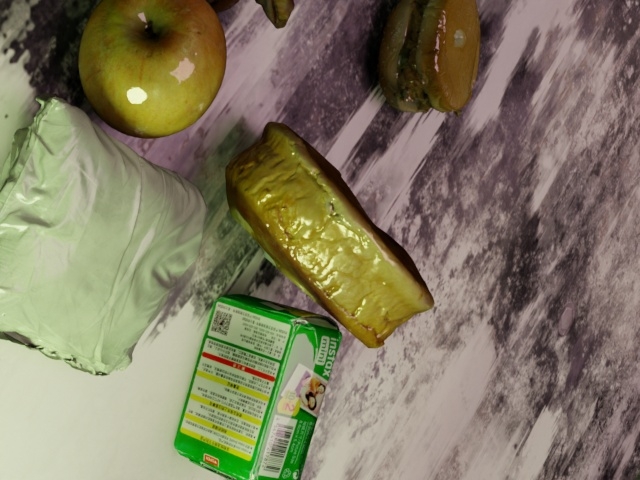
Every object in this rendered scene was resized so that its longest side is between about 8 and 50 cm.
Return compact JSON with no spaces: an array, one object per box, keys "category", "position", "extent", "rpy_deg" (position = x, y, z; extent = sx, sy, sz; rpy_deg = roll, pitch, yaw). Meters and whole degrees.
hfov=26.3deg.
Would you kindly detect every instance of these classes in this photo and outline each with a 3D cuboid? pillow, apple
[{"category":"pillow","position":[-0.277,0.014,1.581],"extent":[0.310,0.138,0.283],"rpy_deg":[34,83,-51]},{"category":"apple","position":[-0.195,-0.208,1.591],"extent":[0.182,0.182,0.155],"rpy_deg":[-60,171,-20]}]

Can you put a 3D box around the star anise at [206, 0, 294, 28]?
[{"category":"star anise","position":[-0.069,-0.379,1.648],"extent":[0.315,0.315,0.108],"rpy_deg":[59,17,-44]}]

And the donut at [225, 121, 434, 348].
[{"category":"donut","position":[0.000,0.000,1.832],"extent":[0.160,0.330,0.330],"rpy_deg":[-39,140,4]}]

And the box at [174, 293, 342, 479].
[{"category":"box","position":[-0.085,0.204,1.865],"extent":[0.103,0.180,0.250],"rpy_deg":[19,88,-50]}]

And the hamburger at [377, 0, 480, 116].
[{"category":"hamburger","position":[0.168,-0.299,2.081],"extent":[0.189,0.122,0.215],"rpy_deg":[4,94,-60]}]
